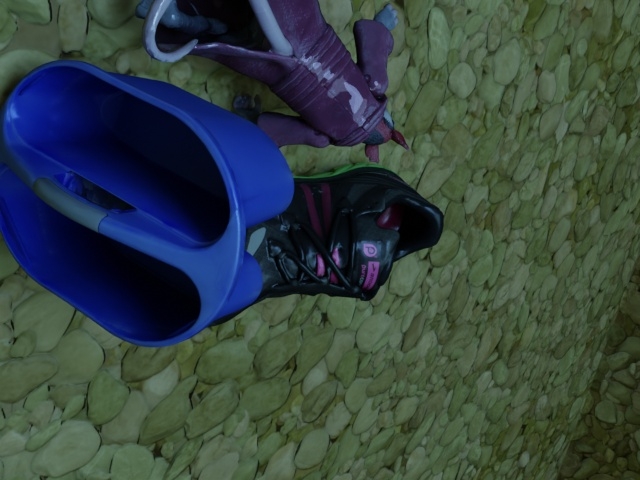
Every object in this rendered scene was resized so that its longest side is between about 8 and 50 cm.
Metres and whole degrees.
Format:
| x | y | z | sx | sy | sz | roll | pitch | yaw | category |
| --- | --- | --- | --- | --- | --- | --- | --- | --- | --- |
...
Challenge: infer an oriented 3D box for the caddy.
| x | y | z | sx | sy | sz | roll | pitch | yaw | category |
| --- | --- | --- | --- | --- | --- | --- | --- | --- | --- |
| -0.197 | -0.041 | 0.755 | 0.179 | 0.341 | 0.241 | -12 | 126 | -60 | caddy |

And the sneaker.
| x | y | z | sx | sy | sz | roll | pitch | yaw | category |
| --- | --- | --- | --- | --- | --- | --- | --- | --- | --- |
| 0.000 | 0.000 | 1.077 | 0.482 | 0.202 | 0.185 | -24 | 127 | -37 | sneaker |

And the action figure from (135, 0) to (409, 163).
| x | y | z | sx | sy | sz | roll | pitch | yaw | category |
| --- | --- | --- | --- | --- | --- | --- | --- | --- | --- |
| -0.011 | -0.221 | 0.876 | 0.370 | 0.276 | 0.248 | 39 | 99 | -23 | action figure |
